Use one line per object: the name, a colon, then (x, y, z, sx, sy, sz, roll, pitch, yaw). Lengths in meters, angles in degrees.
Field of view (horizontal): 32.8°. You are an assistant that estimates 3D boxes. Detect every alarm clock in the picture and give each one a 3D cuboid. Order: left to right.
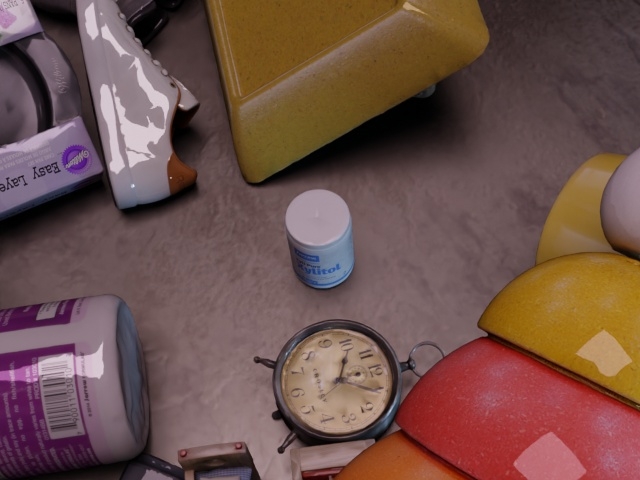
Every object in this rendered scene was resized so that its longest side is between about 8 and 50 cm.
alarm clock: (0.037, 0.145, 1.115, 0.192, 0.064, 0.129, -16, 62, -1)

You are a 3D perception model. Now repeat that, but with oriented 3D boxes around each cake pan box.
cake pan box: (-0.403, -0.138, 1.225, 0.267, 0.070, 0.245, -23, 93, -16)

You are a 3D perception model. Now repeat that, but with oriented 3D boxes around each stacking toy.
stacking toy: (0.216, 0.134, 0.884, 0.351, 0.350, 0.480, 27, 87, 17)

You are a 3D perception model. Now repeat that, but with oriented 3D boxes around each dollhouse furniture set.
dollhouse furniture set: (-0.031, 0.262, 1.023, 0.184, 0.129, 0.129, -8, 63, 1)

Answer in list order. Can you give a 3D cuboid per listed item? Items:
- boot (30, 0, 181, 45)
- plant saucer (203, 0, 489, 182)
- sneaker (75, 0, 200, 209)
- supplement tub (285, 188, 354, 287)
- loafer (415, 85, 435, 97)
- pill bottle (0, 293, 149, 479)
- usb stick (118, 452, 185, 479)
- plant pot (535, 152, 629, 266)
boot: (-0.241, -0.410, 1.409, 0.223, 0.118, 0.338, 22, 78, 12)
plant saucer: (-0.008, -0.281, 1.243, 0.333, 0.081, 0.332, -28, 60, 25)
sneaker: (-0.211, -0.186, 1.273, 0.123, 0.106, 0.290, -13, 84, -9)
supplement tub: (0.000, 0.000, 1.167, 0.071, 0.107, 0.071, -2, 63, 4)
loafer: (0.069, -0.282, 1.311, 0.092, 0.102, 0.268, -35, 65, -6)
pill bottle: (-0.334, 0.156, 1.082, 0.302, 0.169, 0.169, -8, 62, 0)
usb stick: (-0.208, 0.341, 1.045, 0.077, 0.045, 0.278, 18, 65, 14)
plant pot: (0.354, 0.029, 1.063, 0.239, 0.254, 0.254, 25, 67, 34)
